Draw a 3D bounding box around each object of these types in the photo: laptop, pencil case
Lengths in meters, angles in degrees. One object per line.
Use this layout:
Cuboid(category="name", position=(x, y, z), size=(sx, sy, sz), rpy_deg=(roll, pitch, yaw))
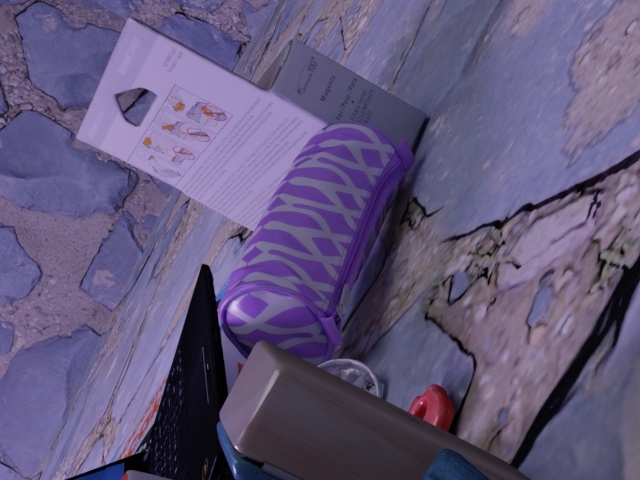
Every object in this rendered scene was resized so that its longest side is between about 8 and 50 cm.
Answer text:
Cuboid(category="laptop", position=(-0.163, 0.164, 0.682), size=(0.234, 0.136, 0.264), rpy_deg=(-112, 38, -65))
Cuboid(category="pencil case", position=(0.000, 0.000, 0.714), size=(0.088, 0.086, 0.206), rpy_deg=(-16, 34, 31))

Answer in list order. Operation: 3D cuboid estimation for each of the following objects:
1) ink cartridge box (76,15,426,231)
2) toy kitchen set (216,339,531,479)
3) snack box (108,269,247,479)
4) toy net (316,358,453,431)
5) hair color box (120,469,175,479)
Cuboid(category="ink cartridge box", position=(-0.074, -0.098, 0.893), size=(0.060, 0.239, 0.275), rpy_deg=(-67, 14, -22))
Cuboid(category="toy kitchen set", position=(0.010, 0.145, 0.311), size=(0.166, 0.122, 0.207), rpy_deg=(-62, 12, -2))
Cuboid(category="snack box", position=(-0.138, 0.201, 0.915), size=(0.322, 0.060, 0.187), rpy_deg=(-56, 15, 24))
Cuboid(category="toy net", position=(0.013, 0.107, 0.554), size=(0.122, 0.045, 0.232), rpy_deg=(-60, 12, 12))
Cuboid(category="hair color box", position=(-0.033, 0.173, 0.380), size=(0.053, 0.093, 0.167), rpy_deg=(-53, 34, 26))
